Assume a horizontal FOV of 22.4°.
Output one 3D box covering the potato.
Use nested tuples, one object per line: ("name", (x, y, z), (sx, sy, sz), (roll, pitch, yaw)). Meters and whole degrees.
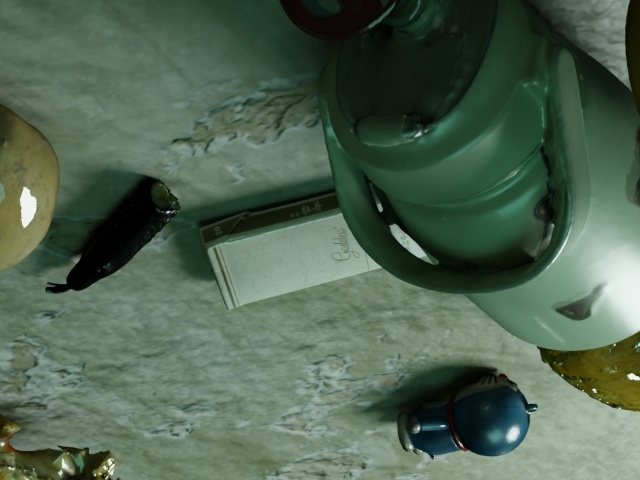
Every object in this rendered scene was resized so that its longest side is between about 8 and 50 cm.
("potato", (-0.248, -0.042, 1.201), (0.112, 0.112, 0.147), (-9, 140, -7))

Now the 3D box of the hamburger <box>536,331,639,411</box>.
("hamburger", (0.334, 0.061, 1.538), (0.285, 0.134, 0.265), (-34, 147, 22))

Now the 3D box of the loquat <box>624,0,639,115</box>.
("loquat", (0.387, -0.134, 1.117), (0.328, 0.328, 0.359), (-39, 169, 34))

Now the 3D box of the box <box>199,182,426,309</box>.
("box", (0.000, 0.000, 1.419), (0.198, 0.029, 0.109), (-15, 147, -1))

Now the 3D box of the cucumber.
("cucumber", (-0.175, 0.007, 1.358), (0.043, 0.039, 0.163), (30, 129, -20))

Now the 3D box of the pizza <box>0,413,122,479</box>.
("pizza", (-0.387, 0.244, 1.562), (0.406, 0.130, 0.440), (5, 133, -27))

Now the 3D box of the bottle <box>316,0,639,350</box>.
("bottle", (0.134, -0.062, 1.198), (0.229, 0.229, 0.352), (-27, 144, 19))

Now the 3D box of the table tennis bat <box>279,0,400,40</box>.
("table tennis bat", (0.035, -0.197, 1.078), (0.155, 0.098, 0.019), (-32, 166, 22))

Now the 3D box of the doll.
("doll", (0.161, 0.192, 1.727), (0.152, 0.085, 0.114), (-15, 163, 23))
